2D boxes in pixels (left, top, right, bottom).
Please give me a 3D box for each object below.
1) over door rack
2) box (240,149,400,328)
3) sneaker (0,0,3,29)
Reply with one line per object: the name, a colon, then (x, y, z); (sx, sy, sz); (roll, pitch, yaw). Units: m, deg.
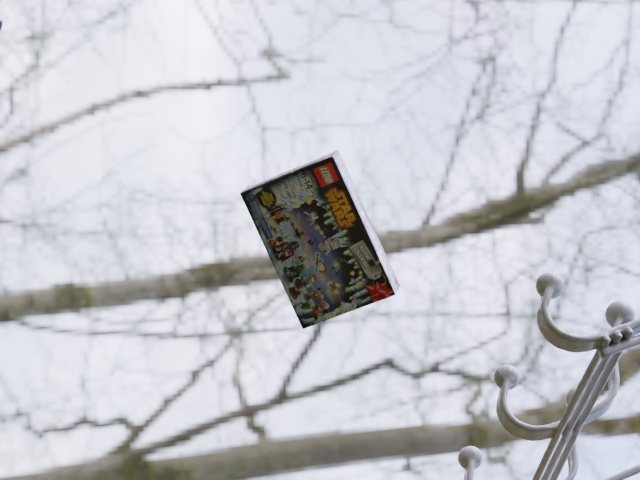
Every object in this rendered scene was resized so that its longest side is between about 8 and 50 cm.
over door rack: (0.270, 0.082, 1.152); (0.239, 0.324, 0.108); (104, -27, -51)
box: (0.000, 0.000, 1.425); (0.094, 0.027, 0.137); (-22, -79, 18)
sneaker: (-0.410, -0.240, 1.813); (0.330, 0.122, 0.146); (-45, -122, 35)
